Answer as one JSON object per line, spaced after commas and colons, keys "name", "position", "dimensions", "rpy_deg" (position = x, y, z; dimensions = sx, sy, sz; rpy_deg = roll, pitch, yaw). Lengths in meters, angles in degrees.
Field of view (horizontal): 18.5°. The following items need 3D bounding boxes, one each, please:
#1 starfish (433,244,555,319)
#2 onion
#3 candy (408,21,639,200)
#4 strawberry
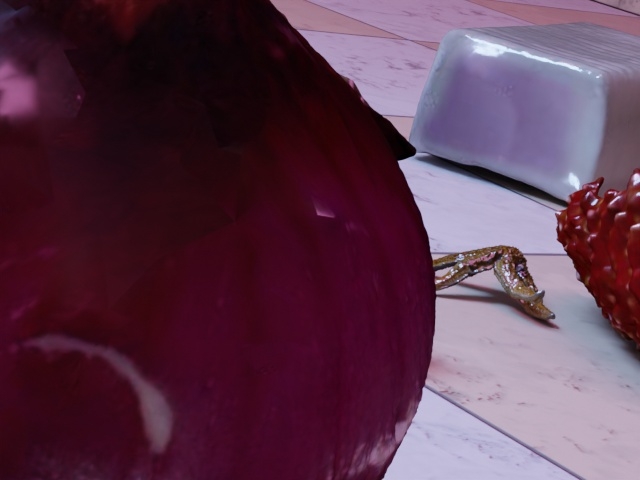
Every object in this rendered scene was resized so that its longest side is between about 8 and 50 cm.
{"name": "starfish", "position": [0.137, 0.021, 1.529], "dimensions": [0.133, 0.041, 0.130], "rpy_deg": [18, 14, 21]}
{"name": "onion", "position": [-0.102, -0.028, 0.834], "dimensions": [0.348, 0.385, 0.347], "rpy_deg": [10, 30, -6]}
{"name": "candy", "position": [0.267, -0.141, 2.063], "dimensions": [0.208, 0.145, 0.359], "rpy_deg": [20, 17, 29]}
{"name": "strawberry", "position": [0.284, 0.049, 1.434], "dimensions": [0.233, 0.137, 0.306], "rpy_deg": [28, -16, -14]}
